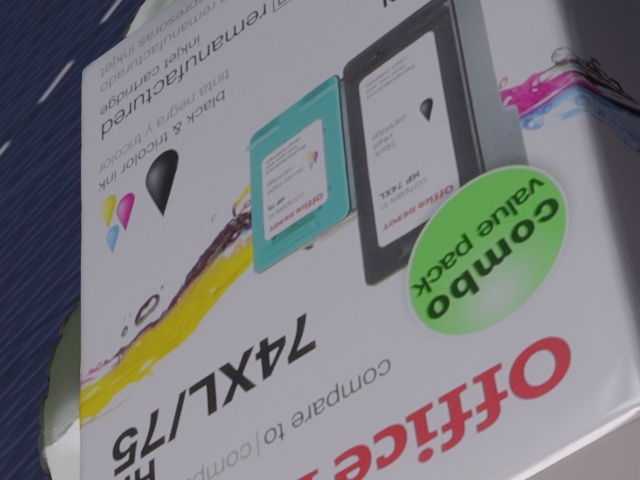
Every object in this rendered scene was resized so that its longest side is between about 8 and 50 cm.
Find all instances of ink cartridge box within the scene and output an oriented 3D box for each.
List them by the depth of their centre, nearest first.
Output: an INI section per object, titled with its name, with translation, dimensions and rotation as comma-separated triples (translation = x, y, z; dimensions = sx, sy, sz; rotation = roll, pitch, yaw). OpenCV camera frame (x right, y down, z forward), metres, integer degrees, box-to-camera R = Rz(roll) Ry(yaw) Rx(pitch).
[ink cartridge box]
translation = 0.057, 0.035, 0.630
dimensions = 0.198, 0.197, 0.270
rotation = -33, 40, 25

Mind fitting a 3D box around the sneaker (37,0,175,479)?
[sneaker]
translation = 0.000, 0.000, 0.931
dimensions = 0.182, 0.158, 0.410
rotation = -9, 45, 15
